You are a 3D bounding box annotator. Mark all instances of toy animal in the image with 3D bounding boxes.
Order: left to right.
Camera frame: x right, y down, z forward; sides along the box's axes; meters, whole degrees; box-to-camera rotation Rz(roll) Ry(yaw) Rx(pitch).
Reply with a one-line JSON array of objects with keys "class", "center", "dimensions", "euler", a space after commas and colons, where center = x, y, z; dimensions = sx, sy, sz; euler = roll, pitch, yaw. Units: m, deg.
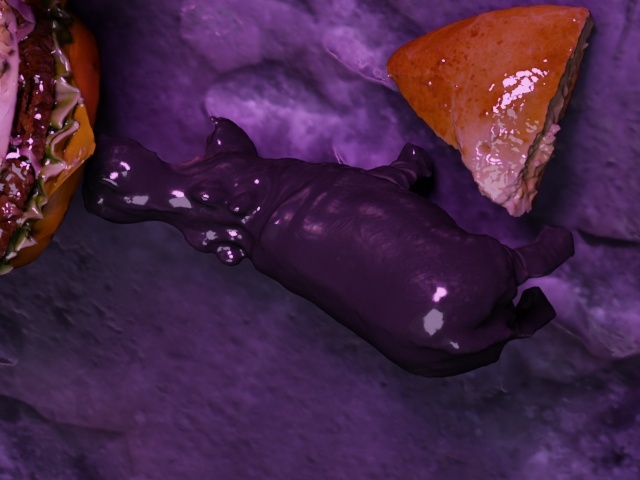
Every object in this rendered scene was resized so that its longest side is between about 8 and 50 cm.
[{"class": "toy animal", "center": [0.004, -0.008, 1.370], "dimensions": [0.343, 0.168, 0.106], "euler": [22, 124, 24]}]

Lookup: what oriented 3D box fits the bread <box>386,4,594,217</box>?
[{"class": "bread", "center": [0.132, -0.111, 1.316], "dimensions": [0.136, 0.054, 0.154], "euler": [-41, 69, 12]}]

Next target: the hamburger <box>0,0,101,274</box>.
[{"class": "hamburger", "center": [-0.252, -0.085, 1.387], "dimensions": [0.138, 0.262, 0.243], "euler": [16, 132, -26]}]
